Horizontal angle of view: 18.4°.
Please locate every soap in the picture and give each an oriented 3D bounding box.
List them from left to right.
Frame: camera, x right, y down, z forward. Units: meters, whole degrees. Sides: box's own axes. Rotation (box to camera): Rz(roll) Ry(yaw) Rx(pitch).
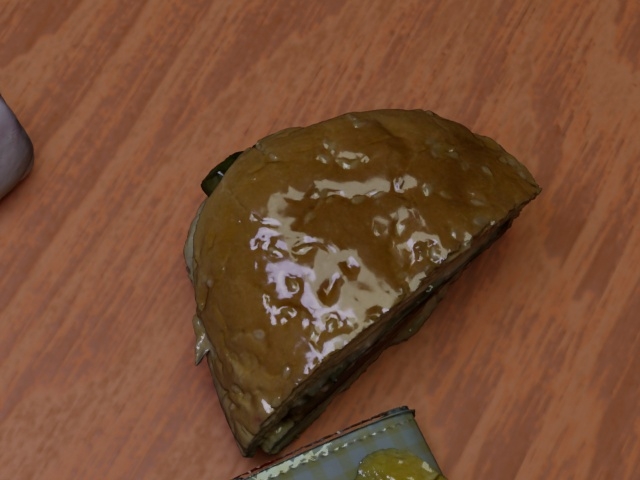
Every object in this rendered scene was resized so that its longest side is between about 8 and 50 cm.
[{"bbox_3d":[0.091,0.227,1.504,0.168,0.033,0.089,37,61,5],"label":"soap"}]

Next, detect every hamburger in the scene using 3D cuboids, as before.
[{"bbox_3d":[-0.002,-0.001,1.597,0.209,0.162,0.330,43,74,11],"label":"hamburger"}]

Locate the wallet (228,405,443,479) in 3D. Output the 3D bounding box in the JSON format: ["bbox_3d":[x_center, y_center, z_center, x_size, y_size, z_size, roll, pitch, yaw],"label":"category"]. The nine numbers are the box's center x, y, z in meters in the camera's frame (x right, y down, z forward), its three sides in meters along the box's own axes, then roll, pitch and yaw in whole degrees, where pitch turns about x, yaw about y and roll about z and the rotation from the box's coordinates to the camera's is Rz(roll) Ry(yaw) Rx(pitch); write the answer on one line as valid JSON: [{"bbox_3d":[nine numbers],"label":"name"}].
[{"bbox_3d":[0.044,0.302,1.520,0.223,0.077,0.309,-20,71,-18],"label":"wallet"}]

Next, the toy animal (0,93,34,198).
[{"bbox_3d":[-0.368,-0.051,1.590,0.282,0.138,0.140,-27,38,-21],"label":"toy animal"}]
